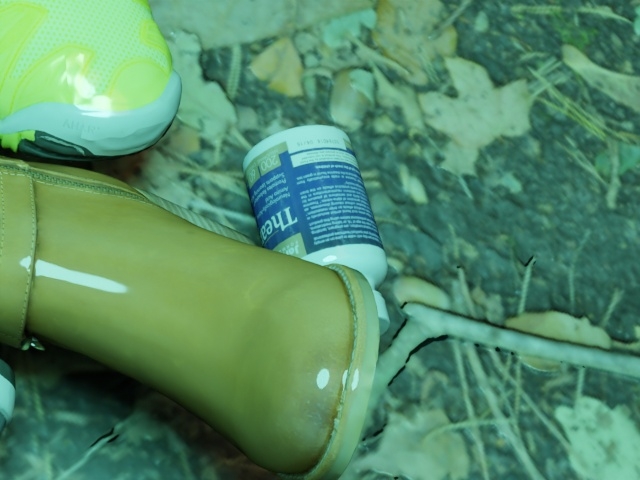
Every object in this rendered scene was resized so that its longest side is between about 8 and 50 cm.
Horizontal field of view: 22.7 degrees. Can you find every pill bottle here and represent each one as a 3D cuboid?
[{"bbox_3d":[0.000,0.000,0.913,0.067,0.067,0.120,-3,63,-28],"label":"pill bottle"}]

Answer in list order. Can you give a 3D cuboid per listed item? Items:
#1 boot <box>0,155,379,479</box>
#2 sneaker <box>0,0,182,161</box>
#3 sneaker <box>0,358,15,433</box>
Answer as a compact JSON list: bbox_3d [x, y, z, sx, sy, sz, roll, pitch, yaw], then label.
[{"bbox_3d":[-0.108,0.018,0.743,0.220,0.109,0.283,16,14,-26],"label":"boot"},{"bbox_3d":[-0.189,-0.210,0.873,0.145,0.147,0.385,-17,65,-33],"label":"sneaker"},{"bbox_3d":[-0.268,0.121,0.675,0.295,0.124,0.178,8,66,-32],"label":"sneaker"}]
